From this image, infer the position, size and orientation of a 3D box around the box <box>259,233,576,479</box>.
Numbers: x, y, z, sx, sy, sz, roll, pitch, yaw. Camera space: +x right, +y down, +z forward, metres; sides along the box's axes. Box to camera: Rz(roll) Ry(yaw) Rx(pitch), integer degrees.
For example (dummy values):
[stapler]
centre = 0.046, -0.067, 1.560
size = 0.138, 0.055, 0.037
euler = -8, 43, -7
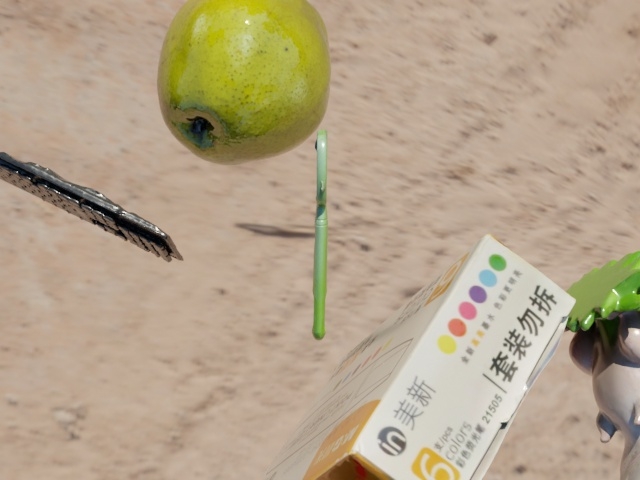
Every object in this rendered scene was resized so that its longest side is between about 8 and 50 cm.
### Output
[box]
centre = 0.053, 0.140, 1.136
size = 0.091, 0.274, 0.221
euler = 38, 54, -4

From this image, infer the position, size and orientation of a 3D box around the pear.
[pear]
centre = -0.074, -0.173, 1.563
size = 0.198, 0.198, 0.198
euler = 0, 89, 14

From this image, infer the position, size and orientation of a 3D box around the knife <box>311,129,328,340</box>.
[knife]
centre = 0.001, 0.000, 1.497
size = 0.015, 0.054, 0.212
euler = 1, 106, -3

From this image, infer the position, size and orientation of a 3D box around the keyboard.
[keyboard]
centre = -0.187, -0.033, 1.068
size = 0.196, 0.074, 0.015
euler = 26, 74, 12

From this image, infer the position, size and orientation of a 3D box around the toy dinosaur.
[toy dinosaur]
centre = 0.268, 0.106, 1.199
size = 0.177, 0.194, 0.152
euler = 49, 140, -8
